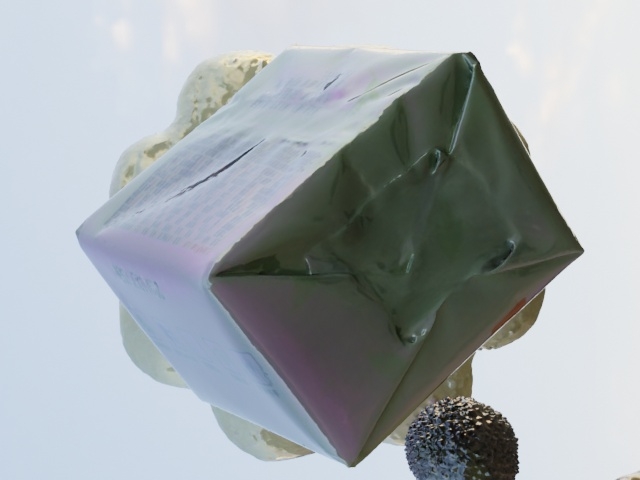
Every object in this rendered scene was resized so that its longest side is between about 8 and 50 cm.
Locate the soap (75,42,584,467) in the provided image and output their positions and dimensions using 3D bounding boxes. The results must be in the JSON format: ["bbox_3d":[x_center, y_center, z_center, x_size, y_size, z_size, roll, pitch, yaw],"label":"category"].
[{"bbox_3d":[0.000,0.000,1.026,0.182,0.199,0.138,-41,-67,-17],"label":"soap"}]

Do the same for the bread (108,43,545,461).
[{"bbox_3d":[0.000,0.000,1.319,0.054,0.316,0.316,74,-158,-71],"label":"bread"}]

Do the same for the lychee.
[{"bbox_3d":[0.083,0.124,1.135,0.083,0.067,0.068,113,151,-74],"label":"lychee"}]

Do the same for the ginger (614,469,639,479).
[{"bbox_3d":[0.233,0.185,1.265,0.095,0.190,0.069,60,-170,1],"label":"ginger"}]
